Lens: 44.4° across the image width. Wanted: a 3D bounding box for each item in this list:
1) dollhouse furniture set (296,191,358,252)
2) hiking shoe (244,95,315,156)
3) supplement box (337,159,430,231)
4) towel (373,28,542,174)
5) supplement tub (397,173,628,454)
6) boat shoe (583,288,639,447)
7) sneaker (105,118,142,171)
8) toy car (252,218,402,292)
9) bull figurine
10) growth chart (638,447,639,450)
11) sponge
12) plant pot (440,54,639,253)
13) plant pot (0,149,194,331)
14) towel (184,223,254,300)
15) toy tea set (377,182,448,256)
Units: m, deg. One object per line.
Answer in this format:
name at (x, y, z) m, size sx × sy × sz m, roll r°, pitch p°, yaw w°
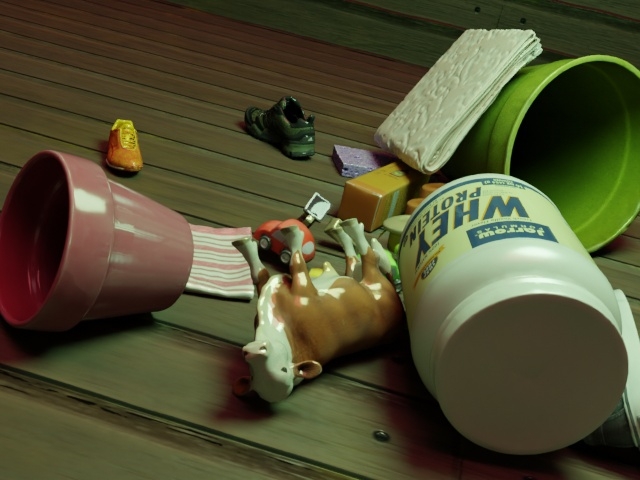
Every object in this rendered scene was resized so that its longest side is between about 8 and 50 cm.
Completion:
dollhouse furniture set at (0.000, 0.000, 1.284) m, size 0.114 × 0.081 × 0.091 m, roll 37°, pitch 62°, yaw -7°
hiking shoe at (-0.081, -0.265, 1.704) m, size 0.086 × 0.114 × 0.227 m, roll -9°, pitch 32°, yaw -42°
supplement box at (0.123, -0.087, 1.463) m, size 0.078 × 0.080 × 0.233 m, roll 24°, pitch 28°, yaw 23°
towel at (0.256, -0.280, 1.535) m, size 0.053 × 0.317 × 0.332 m, roll 40°, pitch 5°, yaw -18°
supplement tub at (0.219, 0.076, 0.948) m, size 0.235 × 0.236 × 0.325 m, roll 11°, pitch 23°, yaw -4°
boat shoe at (0.363, 0.160, 1.008) m, size 0.102 × 0.108 × 0.301 m, roll -14°, pitch 22°, yaw 20°
sneaker at (-0.357, -0.172, 1.415) m, size 0.064 × 0.067 × 0.175 m, roll 3°, pitch 27°, yaw -26°
toy car at (0.036, 0.035, 1.155) m, size 0.224 × 0.053 × 0.239 m, roll 4°, pitch 31°, yaw -27°
bull figurine at (-0.008, 0.077, 0.944) m, size 0.101 × 0.189 × 0.310 m, roll -17°, pitch -7°, yaw 37°
growth chart at (0.439, 0.269, 0.899) m, size 0.171 × 0.021 × 0.237 m, roll 15°, pitch 24°, yaw 3°
sponge at (0.136, -0.158, 1.680) m, size 0.210 × 0.031 × 0.117 m, roll 7°, pitch 24°, yaw -13°
plant pot at (0.409, -0.193, 1.561) m, size 0.366 × 0.367 × 0.353 m, roll 1°, pitch 15°, yaw -26°
plant pot at (-0.260, 0.011, 0.926) m, size 0.180 × 0.201 × 0.201 m, roll 13°, pitch 18°, yaw -43°
towel at (-0.167, 0.021, 1.128) m, size 0.144 × 0.029 × 0.197 m, roll 8°, pitch 24°, yaw -10°
toy tea set at (0.219, 0.000, 1.298) m, size 0.200 × 0.124 × 0.336 m, roll 6°, pitch 18°, yaw 16°
